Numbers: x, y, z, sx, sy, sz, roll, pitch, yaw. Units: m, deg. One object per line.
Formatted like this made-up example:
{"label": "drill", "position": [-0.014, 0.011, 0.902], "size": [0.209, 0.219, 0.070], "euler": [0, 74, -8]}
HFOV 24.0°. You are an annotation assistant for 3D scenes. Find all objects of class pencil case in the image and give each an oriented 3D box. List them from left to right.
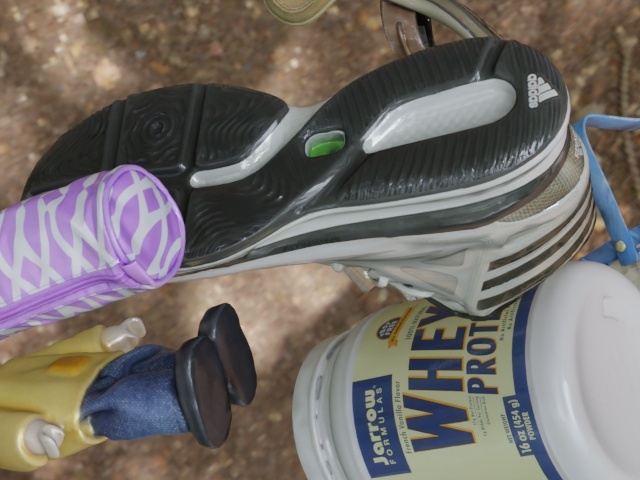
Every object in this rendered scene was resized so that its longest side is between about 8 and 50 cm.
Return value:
{"label": "pencil case", "position": [-0.185, 0.019, 0.977], "size": [0.206, 0.088, 0.086], "euler": [-23, 122, 29]}

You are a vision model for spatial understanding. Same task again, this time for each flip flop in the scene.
{"label": "flip flop", "position": [0.086, -0.208, 1.433], "size": [0.277, 0.112, 0.080], "euler": [34, 101, 9]}

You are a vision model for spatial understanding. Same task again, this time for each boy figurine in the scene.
{"label": "boy figurine", "position": [-0.190, 0.107, 1.117], "size": [0.285, 0.177, 0.092], "euler": [-4, 114, 24]}

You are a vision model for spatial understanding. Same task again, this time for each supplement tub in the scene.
{"label": "supplement tub", "position": [0.158, 0.162, 1.475], "size": [0.325, 0.235, 0.235], "euler": [-16, 103, 37]}

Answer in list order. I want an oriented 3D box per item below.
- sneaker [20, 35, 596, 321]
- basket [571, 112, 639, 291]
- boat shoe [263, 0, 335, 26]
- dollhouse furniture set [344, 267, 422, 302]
{"label": "sneaker", "position": [0.000, 0.001, 1.180], "size": [0.447, 0.169, 0.257], "euler": [-8, 146, 20]}
{"label": "basket", "position": [0.401, -0.008, 1.668], "size": [0.201, 0.255, 0.289], "euler": [-38, 69, 42]}
{"label": "boat shoe", "position": [0.017, -0.367, 1.653], "size": [0.104, 0.089, 0.285], "euler": [29, 103, 3]}
{"label": "dollhouse furniture set", "position": [0.162, 0.134, 1.977], "size": [0.303, 0.355, 0.174], "euler": [48, 118, 7]}
